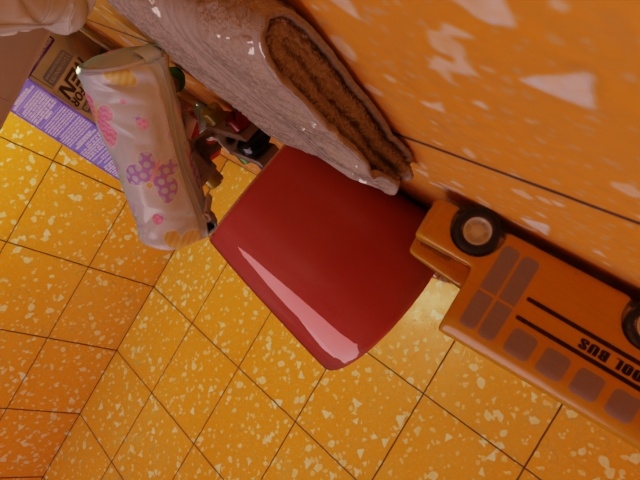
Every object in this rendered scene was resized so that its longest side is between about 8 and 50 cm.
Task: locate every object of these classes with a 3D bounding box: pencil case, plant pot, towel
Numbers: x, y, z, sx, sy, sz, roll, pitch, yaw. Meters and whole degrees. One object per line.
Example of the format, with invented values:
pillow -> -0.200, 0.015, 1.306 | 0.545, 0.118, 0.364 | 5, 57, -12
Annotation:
pencil case -> -0.225, -0.120, 0.740 | 0.124, 0.113, 0.273 | 18, 131, 40
plant pot -> 0.000, 0.000, 0.767 | 0.243, 0.275, 0.275 | 40, 180, -7
towel -> -0.036, -0.120, 0.452 | 0.187, 0.049, 0.282 | 30, 180, 30

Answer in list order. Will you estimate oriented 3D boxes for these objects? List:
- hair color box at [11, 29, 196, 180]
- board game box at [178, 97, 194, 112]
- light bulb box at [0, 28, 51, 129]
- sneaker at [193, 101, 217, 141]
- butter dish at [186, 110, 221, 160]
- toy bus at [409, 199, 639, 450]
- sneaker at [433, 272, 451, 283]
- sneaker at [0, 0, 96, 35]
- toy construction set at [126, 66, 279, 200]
hair color box -> -0.416, -0.251, 1.048 | 0.339, 0.110, 0.185 | 37, -139, -34
board game box -> -0.381, -0.349, 1.336 | 0.154, 0.026, 0.103 | 30, -179, -35
light bulb box -> -0.526, -0.296, 0.560 | 0.361, 0.225, 0.358 | 27, 178, 37
sneaker -> -0.227, -0.236, 1.102 | 0.054, 0.061, 0.152 | 27, -176, -36
butter dish -> -0.279, -0.244, 1.283 | 0.160, 0.118, 0.160 | 16, 129, 65
toy bus -> 0.240, 0.087, 0.564 | 0.333, 0.130, 0.108 | 30, -179, 15
sneaker -> 0.225, 0.035, 1.270 | 0.215, 0.084, 0.083 | 29, -174, 0
sneaker -> -0.263, -0.192, 0.387 | 0.114, 0.152, 0.305 | 28, -178, -5
toy construction set -> -0.172, -0.138, 0.965 | 0.309, 0.257, 0.237 | 21, -158, -26
